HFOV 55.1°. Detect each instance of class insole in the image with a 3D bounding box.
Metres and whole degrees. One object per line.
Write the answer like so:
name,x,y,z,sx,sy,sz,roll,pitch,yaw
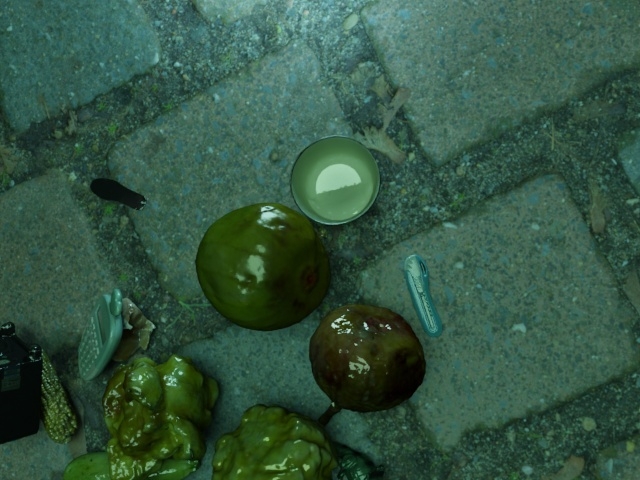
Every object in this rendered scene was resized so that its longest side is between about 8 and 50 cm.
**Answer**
insole,-0.595,-0.138,1.801,0.188,0.004,0.064,22,88,12

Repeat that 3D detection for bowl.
bowl,0.045,-0.147,1.629,0.238,0.126,0.237,-1,82,10

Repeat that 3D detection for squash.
squash,-0.508,0.625,1.639,0.371,0.118,0.118,-4,82,6

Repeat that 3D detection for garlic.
garlic,-0.543,0.252,1.702,0.124,0.099,0.174,20,88,29

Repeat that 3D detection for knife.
knife,0.269,0.144,1.603,0.064,0.031,0.222,-17,81,4

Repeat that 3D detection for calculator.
calculator,-0.595,0.256,1.668,0.295,0.042,0.184,-55,43,26

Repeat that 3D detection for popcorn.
popcorn,-0.393,0.454,1.556,0.326,0.290,0.321,12,102,34
popcorn,-0.130,0.558,1.474,0.293,0.292,0.334,44,104,12

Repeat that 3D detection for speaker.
speaker,-0.876,0.378,1.636,0.232,0.184,0.254,20,107,37

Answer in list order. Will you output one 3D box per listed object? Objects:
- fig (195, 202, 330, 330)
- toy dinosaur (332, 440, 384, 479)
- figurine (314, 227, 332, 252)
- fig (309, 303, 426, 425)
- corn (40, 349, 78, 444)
fig,-0.159,0.068,1.555,0.343,0.343,0.343,-1,83,10
toy dinosaur,0.067,0.589,1.564,0.292,0.079,0.120,25,82,24
figurine,0.000,0.000,1.666,0.051,0.047,0.083,-11,74,-7
fig,0.084,0.338,1.536,0.286,0.286,0.368,34,126,12
corn,-0.759,0.434,1.721,0.086,0.086,0.288,-30,77,5
